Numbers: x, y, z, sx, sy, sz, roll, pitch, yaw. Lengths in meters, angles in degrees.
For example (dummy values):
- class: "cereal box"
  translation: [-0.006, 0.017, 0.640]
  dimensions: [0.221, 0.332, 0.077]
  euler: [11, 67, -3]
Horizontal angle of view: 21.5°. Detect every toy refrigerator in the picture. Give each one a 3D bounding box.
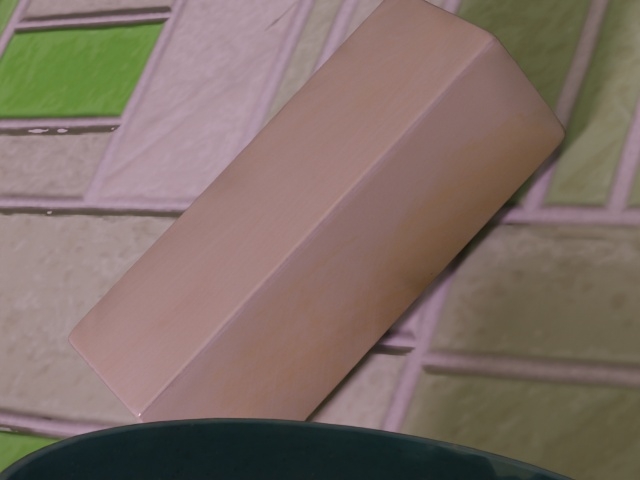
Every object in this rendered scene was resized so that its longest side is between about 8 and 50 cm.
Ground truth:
- class: "toy refrigerator"
  translation: [0.000, 0.000, 0.921]
  dimensions: [0.269, 0.094, 0.102]
  euler: [-47, 37, -5]

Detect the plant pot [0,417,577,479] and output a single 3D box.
- class: "plant pot"
  translation: [0.004, 0.207, 0.660]
  dimensions: [0.290, 0.290, 0.195]
  euler: [17, 104, 42]
